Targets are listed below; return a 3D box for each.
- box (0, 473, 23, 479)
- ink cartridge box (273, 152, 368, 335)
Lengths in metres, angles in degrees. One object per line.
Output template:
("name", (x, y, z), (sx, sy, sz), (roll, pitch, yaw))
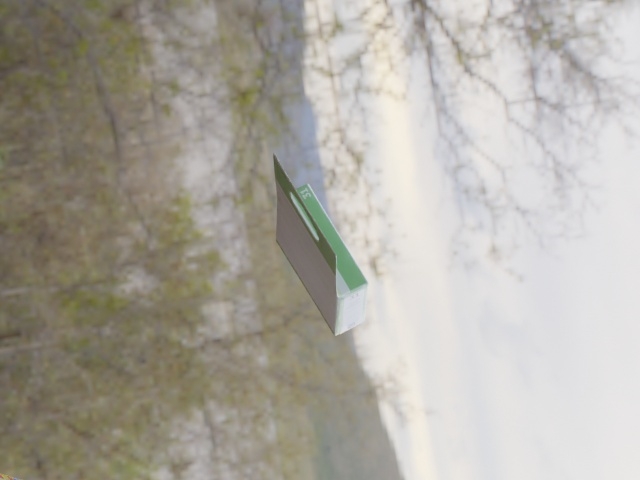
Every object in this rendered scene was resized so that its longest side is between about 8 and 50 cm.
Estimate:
("box", (-0.469, 0.409, 1.800), (0.177, 0.290, 0.279), (-70, -162, 0))
("ink cartridge box", (0.000, 0.000, 1.786), (0.171, 0.056, 0.235), (58, -16, 24))
